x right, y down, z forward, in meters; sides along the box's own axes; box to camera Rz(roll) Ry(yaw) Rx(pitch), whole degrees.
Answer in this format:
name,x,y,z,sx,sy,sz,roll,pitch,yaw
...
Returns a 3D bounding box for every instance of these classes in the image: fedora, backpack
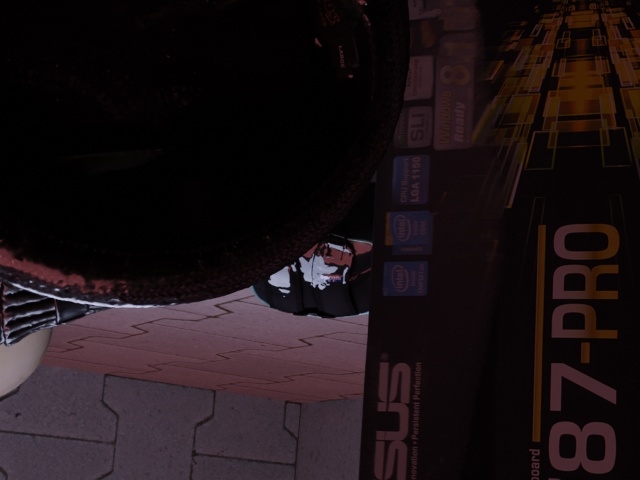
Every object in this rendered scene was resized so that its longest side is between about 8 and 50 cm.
name,x,y,z,sx,sy,sz,roll,pitch,yaw
fedora,-0.118,-0.120,0.741,0.334,0.334,0.152,11,-165,-22
backpack,0.000,0.000,1.282,0.166,0.144,0.188,2,143,5

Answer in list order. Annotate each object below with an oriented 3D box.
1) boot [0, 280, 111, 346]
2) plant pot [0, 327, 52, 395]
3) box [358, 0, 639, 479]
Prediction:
name,x,y,z,sx,sy,sz,roll,pitch,yaw
boot,-0.328,-0.046,1.217,0.260,0.348,0.131,-24,-146,-12
plant pot,-0.421,0.030,1.435,0.256,0.256,0.274,10,149,-19
box,0.194,0.014,0.777,0.318,0.395,0.097,0,167,24
